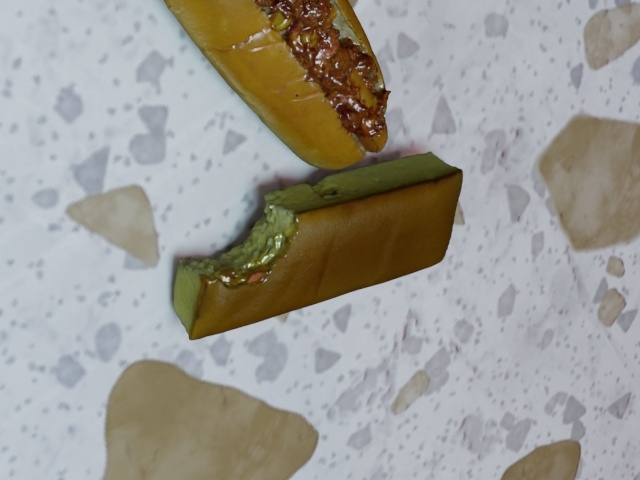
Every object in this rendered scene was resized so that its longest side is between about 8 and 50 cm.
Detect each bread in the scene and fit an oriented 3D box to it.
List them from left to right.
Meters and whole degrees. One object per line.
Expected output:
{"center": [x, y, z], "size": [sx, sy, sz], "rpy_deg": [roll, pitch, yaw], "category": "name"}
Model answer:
{"center": [0.000, 0.000, 0.915], "size": [0.226, 0.049, 0.088], "rpy_deg": [-15, 132, -37], "category": "bread"}

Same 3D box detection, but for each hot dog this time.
{"center": [-0.024, -0.135, 0.843], "size": [0.102, 0.076, 0.249], "rpy_deg": [-49, 131, -13], "category": "hot dog"}
